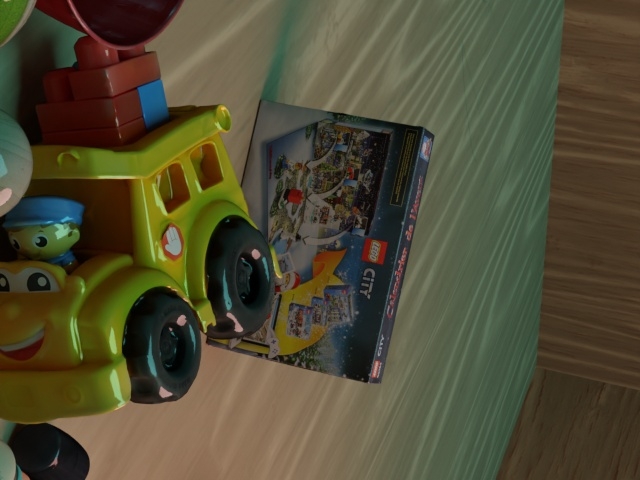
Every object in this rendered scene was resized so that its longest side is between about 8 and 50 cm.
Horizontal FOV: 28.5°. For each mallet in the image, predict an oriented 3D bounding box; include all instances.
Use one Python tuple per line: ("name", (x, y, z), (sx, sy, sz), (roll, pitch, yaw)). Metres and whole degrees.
("mallet", (-0.214, 0.210, 0.838), (0.062, 0.039, 0.189), (74, 36, -57))

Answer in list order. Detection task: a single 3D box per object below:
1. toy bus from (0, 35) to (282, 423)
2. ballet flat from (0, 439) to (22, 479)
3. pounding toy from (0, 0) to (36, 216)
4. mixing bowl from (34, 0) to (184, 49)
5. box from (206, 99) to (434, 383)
("toy bus", (-0.137, -0.018, 0.778), (0.220, 0.150, 0.211), (-42, 127, -57))
("ballet flat", (-0.248, 0.215, 0.692), (0.086, 0.086, 0.248), (64, 40, -62))
("pounding toy", (-0.203, -0.123, 0.493), (0.110, 0.183, 0.236), (-28, 134, -40))
("mixing bowl", (-0.141, -0.203, 0.697), (0.181, 0.098, 0.181), (12, 90, -72))
("box", (0.000, 0.000, 1.142), (0.044, 0.159, 0.233), (19, 83, -72))
